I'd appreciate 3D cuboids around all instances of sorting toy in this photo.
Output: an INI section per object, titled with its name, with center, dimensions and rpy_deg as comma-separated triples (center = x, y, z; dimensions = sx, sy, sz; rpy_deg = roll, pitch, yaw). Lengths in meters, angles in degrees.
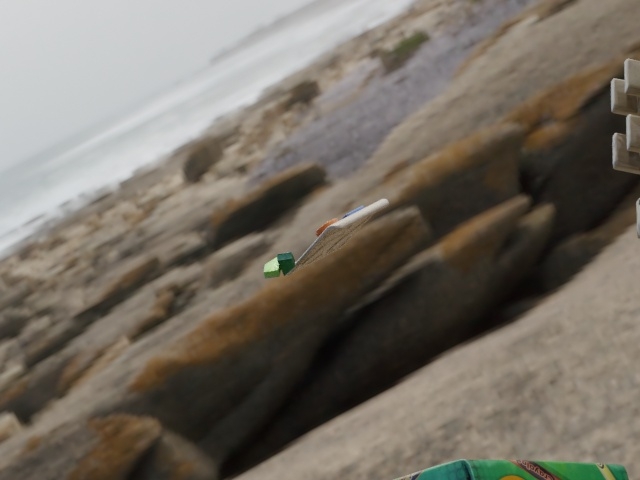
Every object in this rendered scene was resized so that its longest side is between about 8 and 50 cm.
[sorting toy]
center = 0.000, 0.000, 0.827
dimensions = 0.083, 0.012, 0.062
rpy_deg = -27, -11, -47

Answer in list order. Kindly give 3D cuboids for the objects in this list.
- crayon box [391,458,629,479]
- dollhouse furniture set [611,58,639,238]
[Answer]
[crayon box]
center = 0.057, 0.219, 0.909
dimensions = 0.165, 0.081, 0.278
rpy_deg = 10, -27, -42
[dollhouse furniture set]
center = 0.410, -0.115, 1.347
dimensions = 0.160, 0.242, 0.212
rpy_deg = 10, -29, -7
